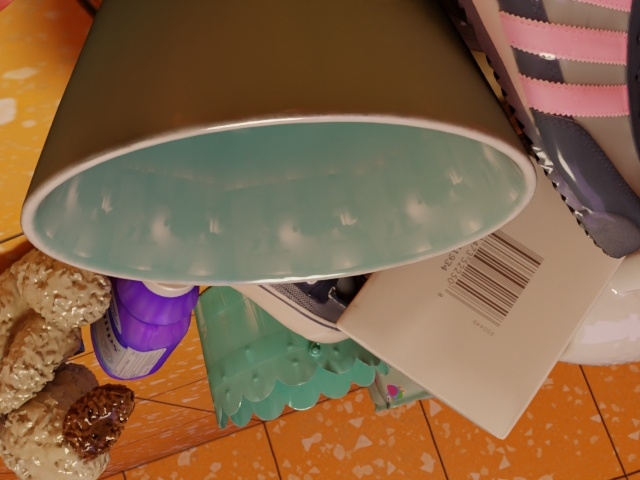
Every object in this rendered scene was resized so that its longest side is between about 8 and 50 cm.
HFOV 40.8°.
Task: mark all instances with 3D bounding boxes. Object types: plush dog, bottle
[{"bbox_3d":[-0.304,0.163,0.901,0.210,0.225,0.262,-33,174,-38],"label":"plush dog"},{"bbox_3d":[-0.202,0.075,0.997,0.092,0.118,0.283,-9,161,-27],"label":"bottle"}]

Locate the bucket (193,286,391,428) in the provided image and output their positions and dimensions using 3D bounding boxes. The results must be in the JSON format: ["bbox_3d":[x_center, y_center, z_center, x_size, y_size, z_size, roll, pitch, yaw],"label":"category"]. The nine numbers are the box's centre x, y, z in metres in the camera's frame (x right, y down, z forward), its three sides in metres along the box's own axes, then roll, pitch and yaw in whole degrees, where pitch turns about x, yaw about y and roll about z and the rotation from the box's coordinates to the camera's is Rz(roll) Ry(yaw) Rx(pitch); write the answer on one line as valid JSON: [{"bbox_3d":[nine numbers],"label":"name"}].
[{"bbox_3d":[-0.048,0.147,1.270,0.281,0.183,0.281,-17,163,-5],"label":"bucket"}]

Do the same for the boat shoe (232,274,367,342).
[{"bbox_3d":[0.000,0.000,0.888,0.158,0.127,0.340,-30,146,22],"label":"boat shoe"}]

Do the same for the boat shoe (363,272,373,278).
[{"bbox_3d":[0.052,-0.001,1.061,0.098,0.096,0.277,-13,162,-15],"label":"boat shoe"}]

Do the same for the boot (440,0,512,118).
[{"bbox_3d":[0.119,-0.137,0.732,0.236,0.089,0.269,-8,161,-29],"label":"boot"}]

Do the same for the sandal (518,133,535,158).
[{"bbox_3d":[0.176,-0.098,0.975,0.180,0.049,0.072,-15,154,-7],"label":"sandal"}]

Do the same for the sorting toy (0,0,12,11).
[{"bbox_3d":[-0.177,-0.167,0.330,0.255,0.089,0.257,-27,161,24],"label":"sorting toy"}]

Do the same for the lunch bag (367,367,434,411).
[{"bbox_3d":[0.189,0.145,1.437,0.262,0.224,0.160,-16,168,-13],"label":"lunch bag"}]

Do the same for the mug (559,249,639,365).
[{"bbox_3d":[0.436,0.017,1.124,0.328,0.276,0.374,-20,176,-17],"label":"mug"}]

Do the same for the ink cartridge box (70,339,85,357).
[{"bbox_3d":[-0.429,0.158,1.138,0.207,0.046,0.097,-22,162,10],"label":"ink cartridge box"}]

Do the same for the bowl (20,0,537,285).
[{"bbox_3d":[-0.029,-0.085,0.554,0.311,0.163,0.311,-4,164,-1],"label":"bowl"}]

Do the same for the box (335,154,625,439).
[{"bbox_3d":[0.156,0.055,0.867,0.215,0.168,0.345,-55,169,-4],"label":"box"}]

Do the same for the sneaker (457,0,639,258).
[{"bbox_3d":[0.157,-0.129,0.485,0.131,0.112,0.319,-23,118,20],"label":"sneaker"}]
